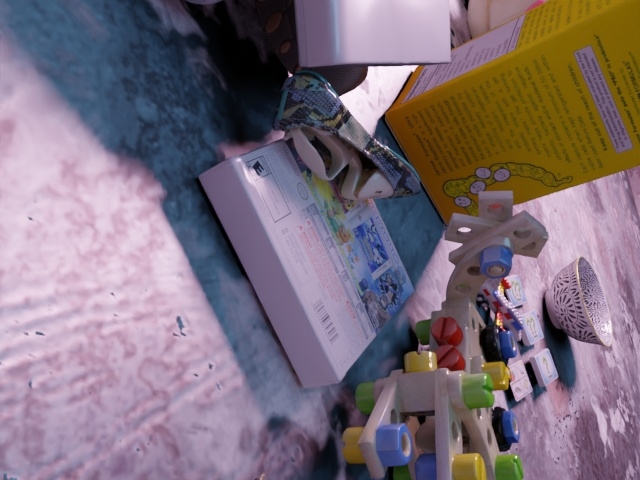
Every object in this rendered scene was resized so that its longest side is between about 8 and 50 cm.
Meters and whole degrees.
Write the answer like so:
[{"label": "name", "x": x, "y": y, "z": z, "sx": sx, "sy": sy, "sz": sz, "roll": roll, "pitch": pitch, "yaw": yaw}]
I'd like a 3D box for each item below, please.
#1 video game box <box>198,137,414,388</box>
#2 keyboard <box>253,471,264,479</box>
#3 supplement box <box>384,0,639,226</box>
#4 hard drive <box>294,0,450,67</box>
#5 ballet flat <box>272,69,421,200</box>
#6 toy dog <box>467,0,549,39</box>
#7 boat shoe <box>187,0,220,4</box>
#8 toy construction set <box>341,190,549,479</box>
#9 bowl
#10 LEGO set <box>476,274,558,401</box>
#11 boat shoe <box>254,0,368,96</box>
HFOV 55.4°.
[{"label": "video game box", "x": 0.000, "y": 0.000, "z": 0.569, "sx": 0.187, "sy": 0.048, "sz": 0.205, "roll": -35, "pitch": 102, "yaw": -53}, {"label": "keyboard", "x": -0.055, "y": 0.277, "z": 0.371, "sx": 0.317, "sy": 0.033, "sz": 0.201, "roll": -13, "pitch": 84, "yaw": -56}, {"label": "supplement box", "x": 0.300, "y": -0.190, "z": 0.801, "sx": 0.195, "sy": 0.357, "sz": 0.194, "roll": 57, "pitch": 37, "yaw": -20}, {"label": "hard drive", "x": 0.048, "y": -0.336, "z": 0.535, "sx": 0.233, "sy": 0.047, "sz": 0.352, "roll": -23, "pitch": 112, "yaw": -52}, {"label": "ballet flat", "x": 0.024, "y": -0.073, "z": 0.556, "sx": 0.188, "sy": 0.070, "sz": 0.070, "roll": 36, "pitch": 47, "yaw": -37}, {"label": "toy dog", "x": 0.398, "y": -0.383, "z": 1.162, "sx": 0.407, "sy": 0.285, "sz": 0.395, "roll": -71, "pitch": 166, "yaw": -45}, {"label": "boat shoe", "x": -0.038, "y": -0.337, "z": 0.527, "sx": 0.109, "sy": 0.094, "sz": 0.302, "roll": 30, "pitch": 75, "yaw": -2}, {"label": "toy construction set", "x": 0.137, "y": 0.113, "z": 0.613, "sx": 0.215, "sy": 0.151, "sz": 0.327, "roll": 54, "pitch": 49, "yaw": -36}, {"label": "bowl", "x": 0.467, "y": 0.119, "z": 1.124, "sx": 0.170, "sy": 0.080, "sz": 0.170, "roll": 29, "pitch": 51, "yaw": -45}, {"label": "LEGO set", "x": 0.302, "y": 0.137, "z": 0.911, "sx": 0.244, "sy": 0.060, "sz": 0.182, "roll": -1, "pitch": 71, "yaw": -54}, {"label": "boat shoe", "x": -0.006, "y": -0.307, "z": 0.654, "sx": 0.116, "sy": 0.123, "sz": 0.324, "roll": -6, "pitch": 80, "yaw": -57}]
